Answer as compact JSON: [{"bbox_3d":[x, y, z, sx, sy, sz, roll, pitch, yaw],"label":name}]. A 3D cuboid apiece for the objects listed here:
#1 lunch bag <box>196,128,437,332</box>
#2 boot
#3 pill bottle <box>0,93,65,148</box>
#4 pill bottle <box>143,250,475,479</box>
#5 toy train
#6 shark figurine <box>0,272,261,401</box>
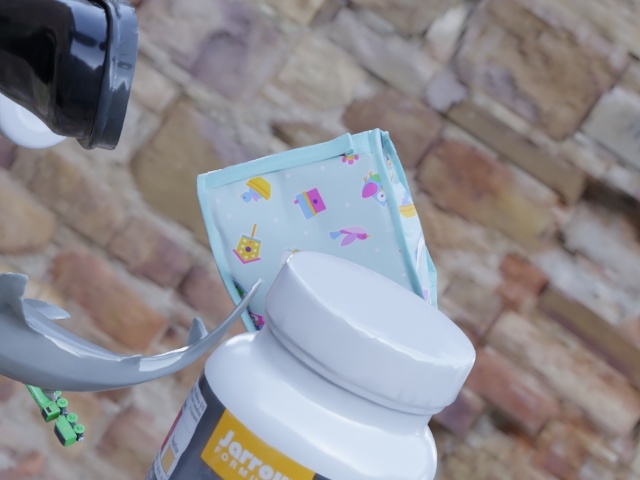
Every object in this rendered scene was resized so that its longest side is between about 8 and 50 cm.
[{"bbox_3d":[0.000,0.000,1.907,0.160,0.223,0.262,-87,161,-52],"label":"lunch bag"},{"bbox_3d":[-0.320,-0.174,1.499,0.260,0.131,0.348,2,18,-25],"label":"boot"},{"bbox_3d":[-0.370,-0.189,1.984,0.121,0.121,0.216,27,0,-40],"label":"pill bottle"},{"bbox_3d":[-0.025,0.157,1.071,0.162,0.278,0.162,26,15,-7],"label":"pill bottle"},{"bbox_3d":[-0.229,0.141,1.455,0.024,0.017,0.083,-21,59,-31],"label":"toy train"},{"bbox_3d":[-0.196,0.059,1.260,0.278,0.116,0.166,16,47,-2],"label":"shark figurine"}]
